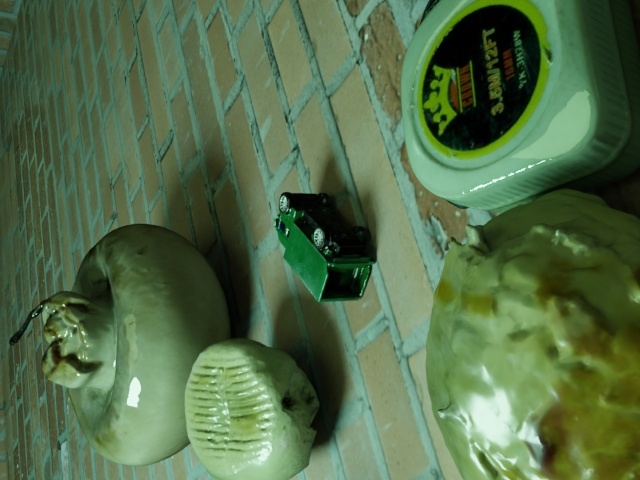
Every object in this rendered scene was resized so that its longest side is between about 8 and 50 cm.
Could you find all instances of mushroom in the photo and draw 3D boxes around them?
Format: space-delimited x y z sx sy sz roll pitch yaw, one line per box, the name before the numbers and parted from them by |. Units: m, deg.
mushroom | -0.299 0.153 1.181 0.362 0.295 0.362 -12 76 55

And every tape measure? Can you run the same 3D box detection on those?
tape measure | 0.160 -0.143 0.657 0.207 0.115 0.235 -25 63 49

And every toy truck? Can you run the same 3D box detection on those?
toy truck | 0.000 0.000 0.936 0.147 0.065 0.079 49 131 47

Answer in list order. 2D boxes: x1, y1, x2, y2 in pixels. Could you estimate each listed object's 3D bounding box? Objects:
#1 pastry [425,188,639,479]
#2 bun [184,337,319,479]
pastry | 0.166 0.104 0.555 0.237 0.170 0.255 35 124 55
bun | -0.071 0.209 0.977 0.193 0.128 0.178 -12 77 46
